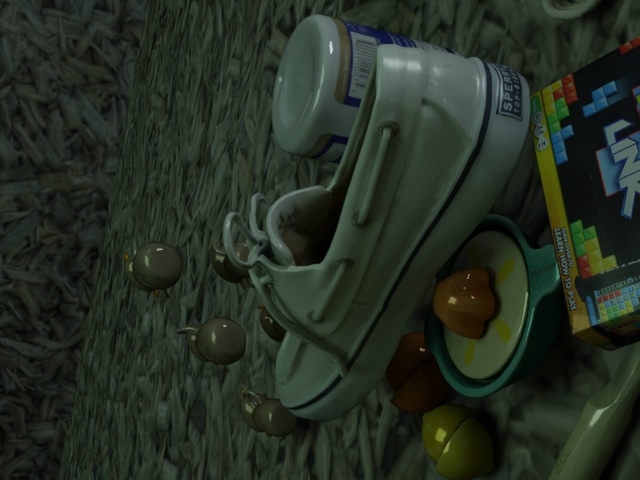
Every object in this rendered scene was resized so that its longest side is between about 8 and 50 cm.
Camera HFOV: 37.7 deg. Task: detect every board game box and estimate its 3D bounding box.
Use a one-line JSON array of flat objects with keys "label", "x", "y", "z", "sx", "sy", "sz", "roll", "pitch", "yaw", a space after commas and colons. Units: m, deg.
[{"label": "board game box", "x": 0.201, "y": -0.039, "z": 0.542, "sx": 0.141, "sy": 0.048, "sz": 0.170, "roll": -30, "pitch": 52, "yaw": 37}]

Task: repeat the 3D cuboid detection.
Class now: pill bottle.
[{"label": "pill bottle", "x": 0.064, "y": -0.109, "z": 0.764, "sx": 0.112, "sy": 0.187, "sz": 0.112, "roll": -170, "pitch": 90, "yaw": -67}]

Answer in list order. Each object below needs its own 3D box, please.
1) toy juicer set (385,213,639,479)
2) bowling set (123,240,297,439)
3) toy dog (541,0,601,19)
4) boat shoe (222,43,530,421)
[{"label": "toy juicer set", "x": 0.118, "y": 0.085, "z": 0.689, "sx": 0.329, "sy": 0.089, "sz": 0.209, "roll": -161, "pitch": 82, "yaw": -66}, {"label": "bowling set", "x": -0.075, "y": 0.077, "z": 1.101, "sx": 0.287, "sy": 0.200, "sz": 0.154, "roll": 56, "pitch": 160, "yaw": -5}, {"label": "toy dog", "x": 0.186, "y": -0.301, "z": 0.591, "sx": 0.334, "sy": 0.161, "sz": 0.220, "roll": 155, "pitch": 122, "yaw": -63}, {"label": "boat shoe", "x": 0.000, "y": 0.005, "z": 0.700, "sx": 0.367, "sy": 0.156, "sz": 0.136, "roll": 120, "pitch": 160, "yaw": -44}]
